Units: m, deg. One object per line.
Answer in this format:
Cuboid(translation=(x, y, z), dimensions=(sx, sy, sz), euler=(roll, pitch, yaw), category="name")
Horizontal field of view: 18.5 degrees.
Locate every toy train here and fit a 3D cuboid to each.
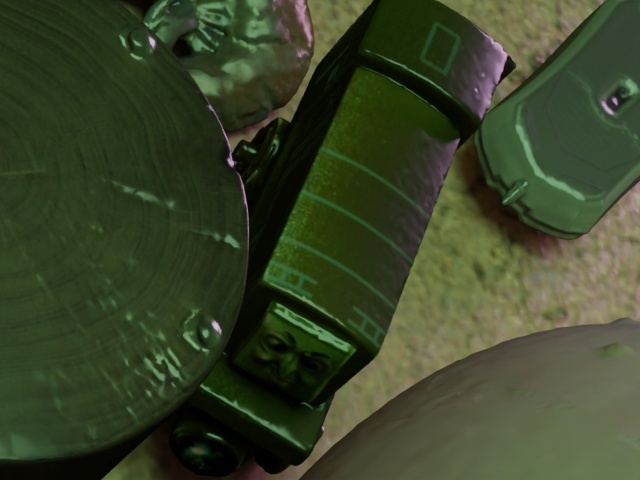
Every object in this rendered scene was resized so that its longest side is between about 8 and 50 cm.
Cuboid(translation=(0.000, 0.000, 0.875), dimensions=(0.090, 0.137, 0.225), euler=(32, 50, -12), category="toy train")

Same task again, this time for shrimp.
Cuboid(translation=(-0.102, -0.130, 0.953), dimensions=(0.223, 0.047, 0.126), euler=(27, 62, -18), category="shrimp")

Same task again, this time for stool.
Cuboid(translation=(-0.158, 0.039, 0.669), dimensions=(0.179, 0.264, 0.179), euler=(15, 56, -23), category="stool")

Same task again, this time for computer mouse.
Cuboid(translation=(0.144, -0.060, 1.054), dimensions=(0.089, 0.056, 0.181), euler=(45, 56, 5), category="computer mouse")

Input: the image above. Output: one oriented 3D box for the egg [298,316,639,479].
Cuboid(translation=(0.104, 0.183, 0.707), dimensions=(0.354, 0.354, 0.340), euler=(18, 41, -22), category="egg")
